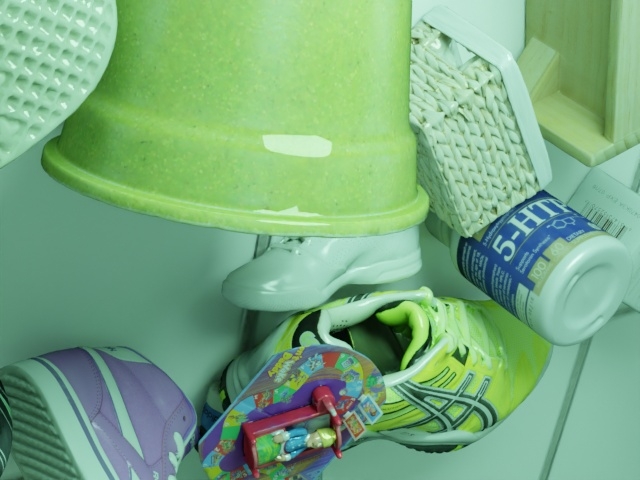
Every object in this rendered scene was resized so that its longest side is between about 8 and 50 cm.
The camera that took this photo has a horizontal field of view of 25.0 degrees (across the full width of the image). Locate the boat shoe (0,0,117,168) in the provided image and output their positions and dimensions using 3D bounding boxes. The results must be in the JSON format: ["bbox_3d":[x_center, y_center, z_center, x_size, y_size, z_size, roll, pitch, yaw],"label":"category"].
[{"bbox_3d":[-0.356,-0.082,0.816,0.500,0.156,0.187,-24,126,-22],"label":"boat shoe"}]

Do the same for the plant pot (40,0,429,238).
[{"bbox_3d":[-0.042,-0.161,0.990,0.276,0.276,0.254,-4,109,-40],"label":"plant pot"}]

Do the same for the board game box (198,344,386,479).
[{"bbox_3d":[-0.018,0.162,1.198,0.133,0.033,0.169,29,108,-39],"label":"board game box"}]

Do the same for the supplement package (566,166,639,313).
[{"bbox_3d":[0.339,0.014,1.541,0.179,0.105,0.105,27,99,-49],"label":"supplement package"}]

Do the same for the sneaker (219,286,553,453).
[{"bbox_3d":[0.097,0.114,1.336,0.384,0.145,0.147,-9,155,-42],"label":"sneaker"}]

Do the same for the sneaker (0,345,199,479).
[{"bbox_3d":[-0.136,0.209,1.154,0.102,0.282,0.161,-33,164,39],"label":"sneaker"}]

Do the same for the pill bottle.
[{"bbox_3d":[0.186,0.005,1.337,0.112,0.186,0.112,-23,132,-29],"label":"pill bottle"}]

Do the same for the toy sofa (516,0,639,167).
[{"bbox_3d":[0.253,-0.262,1.233,0.177,0.150,0.362,-26,133,-24],"label":"toy sofa"}]

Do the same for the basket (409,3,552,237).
[{"bbox_3d":[0.118,-0.100,1.261,0.103,0.113,0.167,-37,137,-10],"label":"basket"}]

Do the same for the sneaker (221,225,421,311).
[{"bbox_3d":[0.000,0.000,1.268,0.212,0.080,0.094,-16,114,-38],"label":"sneaker"}]

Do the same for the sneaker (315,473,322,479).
[{"bbox_3d":[-0.079,0.299,1.395,0.094,0.091,0.258,32,75,-44],"label":"sneaker"}]

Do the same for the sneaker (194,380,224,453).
[{"bbox_3d":[-0.050,0.181,1.350,0.152,0.058,0.084,8,107,-40],"label":"sneaker"}]

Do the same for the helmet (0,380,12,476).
[{"bbox_3d":[-0.300,0.134,1.033,0.169,0.169,0.161,-30,118,-22],"label":"helmet"}]
